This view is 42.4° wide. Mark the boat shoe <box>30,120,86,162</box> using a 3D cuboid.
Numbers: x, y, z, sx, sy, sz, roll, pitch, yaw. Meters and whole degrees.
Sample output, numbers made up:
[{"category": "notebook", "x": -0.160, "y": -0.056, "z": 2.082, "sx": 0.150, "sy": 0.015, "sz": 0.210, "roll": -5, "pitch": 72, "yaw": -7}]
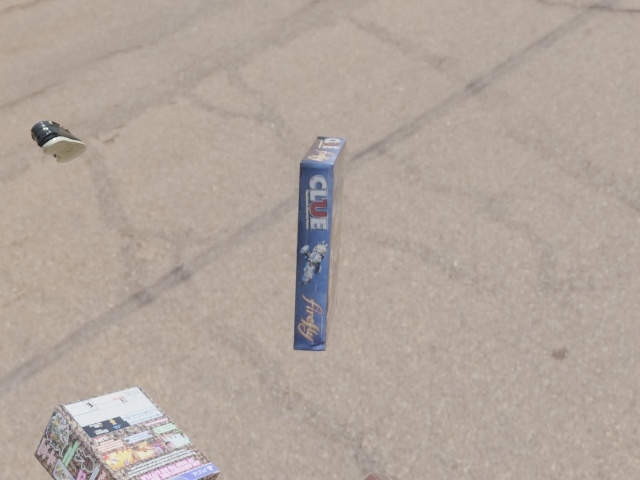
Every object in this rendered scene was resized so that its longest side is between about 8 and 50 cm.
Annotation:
[{"category": "boat shoe", "x": -0.374, "y": -0.142, "z": 1.183, "sx": 0.049, "sy": 0.133, "sz": 0.042, "roll": -34, "pitch": 85, "yaw": 0}]

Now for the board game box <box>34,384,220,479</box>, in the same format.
[{"category": "board game box", "x": -0.403, "y": 0.465, "z": 1.721, "sx": 0.291, "sy": 0.141, "sz": 0.232, "roll": 39, "pitch": 23, "yaw": 27}]

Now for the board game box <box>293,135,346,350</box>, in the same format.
[{"category": "board game box", "x": 0.000, "y": 0.000, "z": 1.070, "sx": 0.042, "sy": 0.243, "sz": 0.165, "roll": 5, "pitch": 19, "yaw": 6}]

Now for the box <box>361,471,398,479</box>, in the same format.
[{"category": "box", "x": 0.130, "y": 0.534, "z": 1.488, "sx": 0.143, "sy": 0.381, "sz": 0.191, "roll": -44, "pitch": 71, "yaw": -2}]
